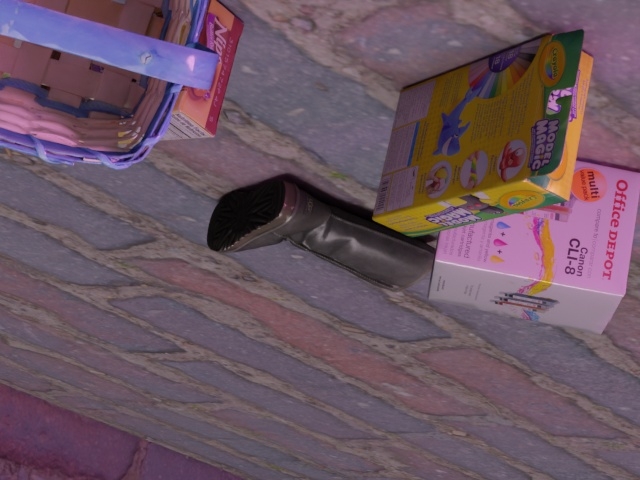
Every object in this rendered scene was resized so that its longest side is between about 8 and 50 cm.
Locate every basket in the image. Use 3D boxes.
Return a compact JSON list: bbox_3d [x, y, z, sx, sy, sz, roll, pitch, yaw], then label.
[{"bbox_3d":[-0.204,-0.161,0.985,0.255,0.201,0.289,16,-168,-11],"label":"basket"}]

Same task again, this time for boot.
[{"bbox_3d":[-0.001,0.002,1.586,0.208,0.076,0.190,18,164,-33],"label":"boot"}]

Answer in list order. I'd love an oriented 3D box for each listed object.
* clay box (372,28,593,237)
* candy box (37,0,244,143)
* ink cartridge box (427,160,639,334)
[{"bbox_3d":[0.138,-0.083,1.138,0.053,0.127,0.222,24,159,-31],"label":"clay box"},{"bbox_3d":[-0.162,-0.141,1.205,0.187,0.109,0.053,-1,157,35],"label":"candy box"},{"bbox_3d":[0.200,-0.002,1.324,0.176,0.128,0.127,11,161,4],"label":"ink cartridge box"}]
